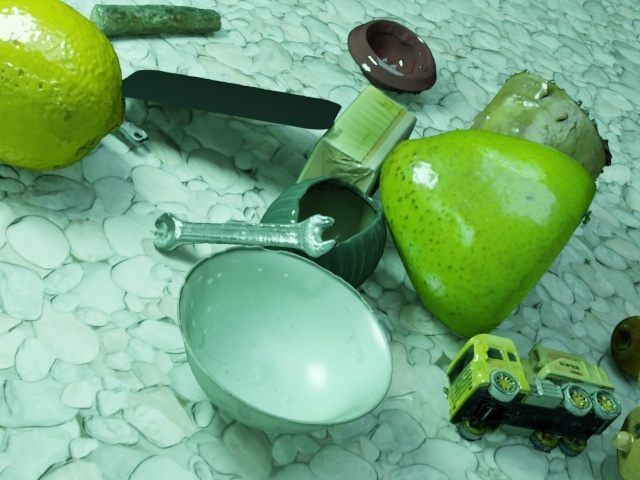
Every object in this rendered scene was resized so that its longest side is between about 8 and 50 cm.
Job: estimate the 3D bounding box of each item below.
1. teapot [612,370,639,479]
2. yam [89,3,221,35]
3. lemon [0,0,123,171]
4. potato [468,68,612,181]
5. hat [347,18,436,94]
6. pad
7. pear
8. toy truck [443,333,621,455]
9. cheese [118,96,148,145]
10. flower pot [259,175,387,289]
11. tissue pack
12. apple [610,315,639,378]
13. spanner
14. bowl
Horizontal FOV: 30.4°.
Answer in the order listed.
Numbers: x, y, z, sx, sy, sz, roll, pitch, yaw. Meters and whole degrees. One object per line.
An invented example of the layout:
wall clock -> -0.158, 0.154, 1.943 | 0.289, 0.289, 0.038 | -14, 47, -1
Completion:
teapot -> 0.522, 0.308, 1.793 | 0.167, 0.203, 0.311 | 15, 57, -10
yam -> -0.304, -0.411, 2.192 | 0.274, 0.061, 0.061 | -10, 52, -40
lemon -> -0.439, -0.241, 1.749 | 0.310, 0.258, 0.258 | 37, 35, -17
potato -> 0.344, -0.118, 2.124 | 0.237, 0.300, 0.288 | -33, 69, -29
hat -> 0.140, -0.363, 2.398 | 0.206, 0.089, 0.205 | 16, 45, -17
pad -> -0.155, -0.227, 2.038 | 0.376, 0.063, 0.315 | 11, 20, 5
pear -> 0.243, -0.057, 1.894 | 0.318, 0.238, 0.342 | 37, 78, 5
toy truck -> 0.327, 0.227, 1.824 | 0.272, 0.124, 0.157 | 13, 41, -21
cheese -> -0.353, -0.218, 1.951 | 0.171, 0.047, 0.092 | 28, 39, -2
flower pot -> 0.000, 0.000, 1.844 | 0.189, 0.157, 0.243 | 39, 40, 14
tissue pack -> 0.058, -0.141, 2.035 | 0.125, 0.159, 0.234 | 33, 38, 4
apple -> 0.559, 0.188, 2.042 | 0.102, 0.099, 0.114 | 17, 14, -25
spanner -> -0.116, -0.008, 1.752 | 0.302, 0.017, 0.071 | 1, 67, 21
bowl -> -0.069, 0.167, 1.621 | 0.314, 0.146, 0.313 | 17, 41, -16
